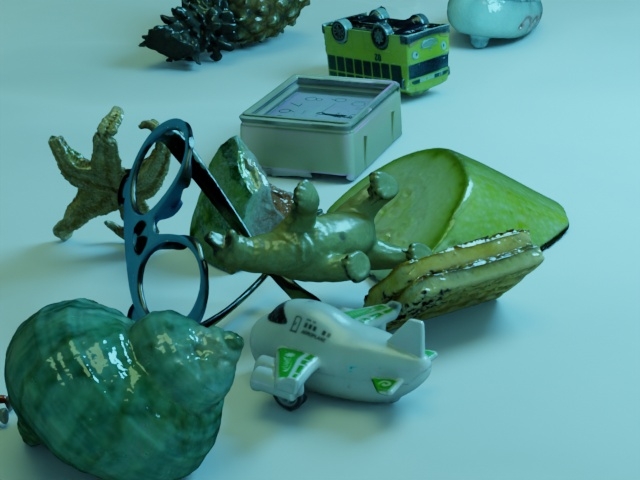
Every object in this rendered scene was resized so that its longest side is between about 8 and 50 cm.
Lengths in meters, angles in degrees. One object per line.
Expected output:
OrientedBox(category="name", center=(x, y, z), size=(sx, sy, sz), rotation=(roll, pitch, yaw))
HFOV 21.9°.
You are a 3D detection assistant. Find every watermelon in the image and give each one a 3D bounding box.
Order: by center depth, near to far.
OrientedBox(category="watermelon", center=(-0.065, -0.009, 1.703), size=(0.158, 0.121, 0.098), rotation=(37, 8, -46))

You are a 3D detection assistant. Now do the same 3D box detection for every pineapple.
OrientedBox(category="pineapple", center=(-0.140, -0.334, 2.376), size=(0.158, 0.157, 0.279), rotation=(15, 41, 36))

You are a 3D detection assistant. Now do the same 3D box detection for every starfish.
OrientedBox(category="starfish", center=(-0.220, -0.052, 1.672), size=(0.210, 0.150, 0.053), rotation=(-37, 14, 44))

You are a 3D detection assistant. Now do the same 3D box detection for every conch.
OrientedBox(category="conch", center=(-0.154, 0.110, 1.293), size=(0.202, 0.134, 0.196), rotation=(4, 24, 16))

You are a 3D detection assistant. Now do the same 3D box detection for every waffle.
OrientedBox(category="waffle", center=(0.120, 0.036, 1.508), size=(0.148, 0.042, 0.102), rotation=(-15, -15, -30))

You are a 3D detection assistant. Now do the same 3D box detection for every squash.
OrientedBox(category="squash", center=(0.146, -0.008, 1.710), size=(0.204, 0.155, 0.237), rotation=(-41, 29, 2))

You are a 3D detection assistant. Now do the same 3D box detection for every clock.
OrientedBox(category="clock", center=(0.004, -0.137, 1.965), size=(0.147, 0.071, 0.192), rotation=(7, 24, 21))

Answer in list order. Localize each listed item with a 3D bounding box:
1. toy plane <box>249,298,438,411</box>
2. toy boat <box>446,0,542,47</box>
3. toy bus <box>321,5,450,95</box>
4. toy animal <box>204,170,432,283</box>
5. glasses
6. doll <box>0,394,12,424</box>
OrientedBox(category="toy plane", center=(0.016, 0.092, 1.397), size=(0.174, 0.080, 0.174), rotation=(-4, 21, 1))
OrientedBox(category="toy boat", center=(0.254, -0.327, 2.426), size=(0.134, 0.078, 0.208), rotation=(12, 14, 14))
OrientedBox(category="toy bus", center=(0.090, -0.250, 2.193), size=(0.088, 0.101, 0.175), rotation=(-19, 23, -36))
OrientedBox(category="toy animal", center=(0.000, 0.000, 1.512), size=(0.101, 0.103, 0.219), rotation=(-17, -4, 37))
OrientedBox(category="glasses", center=(-0.082, -0.009, 1.551), size=(0.207, 0.102, 0.239), rotation=(-2, 57, -15))
OrientedBox(category="doll", center=(-0.314, 0.132, 1.381), size=(0.114, 0.039, 0.057), rotation=(10, 55, -4))
